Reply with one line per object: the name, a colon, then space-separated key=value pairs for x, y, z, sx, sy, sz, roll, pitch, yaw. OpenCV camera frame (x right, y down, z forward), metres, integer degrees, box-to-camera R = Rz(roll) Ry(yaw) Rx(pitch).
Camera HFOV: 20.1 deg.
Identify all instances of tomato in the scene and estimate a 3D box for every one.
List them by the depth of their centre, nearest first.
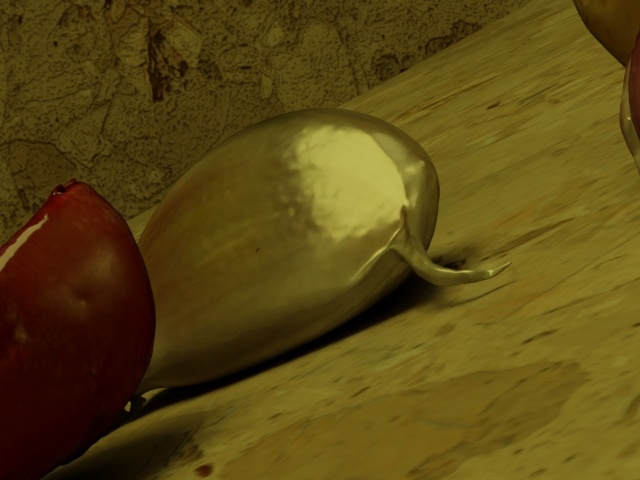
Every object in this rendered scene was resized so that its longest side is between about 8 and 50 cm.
tomato: x=-0.154 y=0.084 z=0.799 sx=0.228 sy=0.101 sz=0.228 roll=-44 pitch=5 yaw=4

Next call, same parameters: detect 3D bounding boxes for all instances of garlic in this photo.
garlic: x=0.003 y=-0.004 z=0.902 sx=0.128 sy=0.148 sz=0.267 roll=15 pitch=-29 yaw=-39

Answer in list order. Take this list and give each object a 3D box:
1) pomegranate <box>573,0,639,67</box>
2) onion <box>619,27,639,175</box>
pomegranate: x=0.191 y=-0.146 z=0.809 sx=0.196 sy=0.196 sz=0.196 roll=-27 pitch=7 yaw=3
onion: x=0.182 y=-0.091 z=0.521 sx=0.230 sy=0.163 sz=0.230 roll=-33 pitch=0 yaw=0
